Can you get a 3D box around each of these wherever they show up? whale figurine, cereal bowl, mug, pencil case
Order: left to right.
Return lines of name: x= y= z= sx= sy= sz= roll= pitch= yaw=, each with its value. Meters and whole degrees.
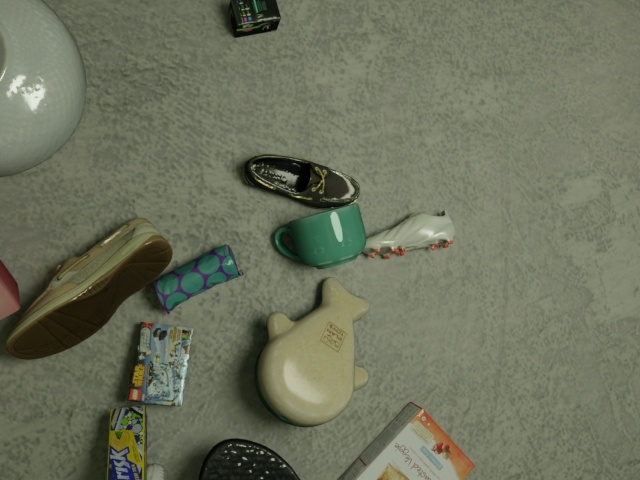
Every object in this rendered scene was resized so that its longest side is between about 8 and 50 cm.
cereal bowl: x=-0.562 y=-0.278 z=0.919 sx=0.338 sy=0.141 sz=0.340 roll=1 pitch=87 yaw=-13
pencil case: x=-0.217 y=0.068 z=1.013 sx=0.151 sy=0.064 sz=0.070 roll=-26 pitch=131 yaw=-11
whale figurine: x=-0.012 y=0.201 z=1.034 sx=0.216 sy=0.141 sz=0.272 roll=34 pitch=57 yaw=-9
mug: x=0.009 y=-0.003 z=1.044 sx=0.129 sy=0.157 sz=0.098 roll=-18 pitch=94 yaw=-36

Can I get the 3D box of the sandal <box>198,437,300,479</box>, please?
sandal: x=-0.057 y=0.510 z=1.019 sx=0.167 sy=0.107 sz=0.446 roll=-46 pitch=109 yaw=-12

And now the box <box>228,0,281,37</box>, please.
box: x=-0.122 y=-0.416 z=1.058 sx=0.083 sy=0.062 sz=0.052 roll=-16 pitch=92 yaw=-12

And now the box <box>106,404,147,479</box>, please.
box: x=-0.314 y=0.360 z=0.935 sx=0.059 sy=0.054 sz=0.169 roll=-4 pitch=46 yaw=-12

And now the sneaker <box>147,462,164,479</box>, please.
sneaker: x=-0.375 y=0.457 z=0.945 sx=0.153 sy=0.094 sz=0.235 roll=33 pitch=91 yaw=-17

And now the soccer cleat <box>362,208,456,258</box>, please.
soccer cleat: x=0.165 y=-0.013 z=1.104 sx=0.196 sy=0.068 sz=0.076 roll=-8 pitch=74 yaw=-13

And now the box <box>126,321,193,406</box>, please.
box: x=-0.278 y=0.215 z=0.997 sx=0.093 sy=0.027 sz=0.137 roll=9 pitch=72 yaw=-12

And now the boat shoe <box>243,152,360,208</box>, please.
boat shoe: x=-0.029 y=-0.108 z=1.059 sx=0.227 sy=0.068 sz=0.081 roll=10 pitch=85 yaw=-11

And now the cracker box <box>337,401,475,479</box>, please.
cracker box: x=0.152 y=0.445 z=1.073 sx=0.232 sy=0.067 sz=0.156 roll=-44 pitch=96 yaw=-10

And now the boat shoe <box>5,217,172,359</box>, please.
boat shoe: x=-0.395 y=0.077 z=0.965 sx=0.302 sy=0.109 sz=0.098 roll=-40 pitch=56 yaw=-11

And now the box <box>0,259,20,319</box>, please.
box: x=-0.585 y=0.032 z=0.858 sx=0.148 sy=0.126 sz=0.233 roll=-32 pitch=118 yaw=-18
